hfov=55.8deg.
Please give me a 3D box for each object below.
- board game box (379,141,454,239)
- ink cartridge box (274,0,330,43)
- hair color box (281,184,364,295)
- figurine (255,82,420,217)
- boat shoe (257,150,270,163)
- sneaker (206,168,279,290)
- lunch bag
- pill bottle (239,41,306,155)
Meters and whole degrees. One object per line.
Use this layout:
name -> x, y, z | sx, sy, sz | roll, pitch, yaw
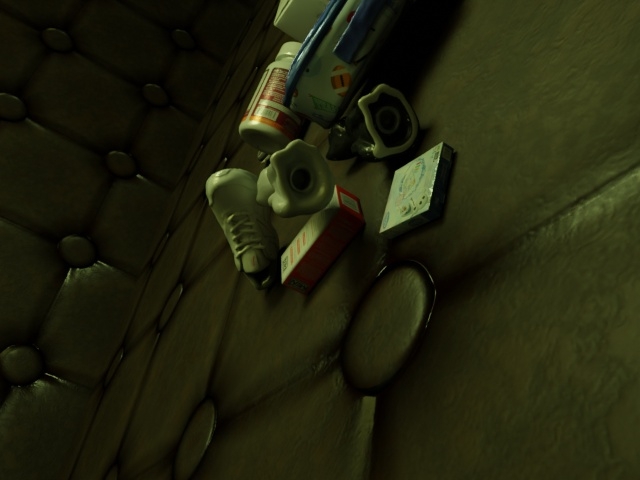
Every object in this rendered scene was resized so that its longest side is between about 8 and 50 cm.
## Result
board game box -> 0.108, -0.055, 0.683 | 0.090, 0.020, 0.090 | -27, 40, 56
ink cartridge box -> 0.017, -0.479, 1.207 | 0.100, 0.172, 0.237 | -43, 28, 43
hair color box -> 0.000, 0.000, 0.837 | 0.141, 0.043, 0.072 | -51, 23, 24
figurine -> 0.004, -0.110, 0.828 | 0.215, 0.092, 0.209 | -34, 9, -10
boat shoe -> -0.117, -0.276, 1.424 | 0.075, 0.065, 0.206 | -22, 45, 60
sneaker -> -0.108, -0.010, 0.940 | 0.090, 0.232, 0.115 | -19, 47, 4
lunch bag -> 0.055, -0.325, 0.926 | 0.303, 0.115, 0.243 | -59, 4, -1
pill bottle -> -0.077, -0.300, 1.281 | 0.121, 0.121, 0.221 | -12, 53, 64
